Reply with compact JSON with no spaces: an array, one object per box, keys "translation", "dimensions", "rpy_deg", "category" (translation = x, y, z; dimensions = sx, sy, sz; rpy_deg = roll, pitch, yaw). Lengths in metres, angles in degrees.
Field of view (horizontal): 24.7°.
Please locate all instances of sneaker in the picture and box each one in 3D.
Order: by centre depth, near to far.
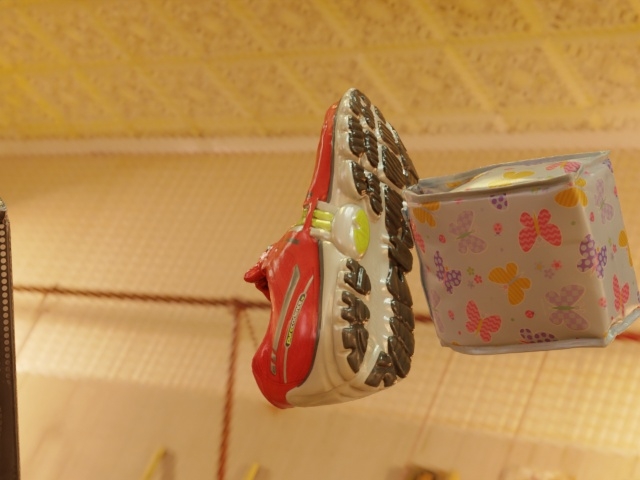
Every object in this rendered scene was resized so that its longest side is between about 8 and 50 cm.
[{"translation":[0.000,0.000,1.056],"dimensions":[0.118,0.279,0.107],"rpy_deg":[-21,-51,29],"category":"sneaker"}]

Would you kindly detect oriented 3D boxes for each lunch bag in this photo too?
[{"translation":[0.077,0.005,0.575],"dimensions":[0.083,0.053,0.071],"rpy_deg":[-9,-79,33],"category":"lunch bag"}]

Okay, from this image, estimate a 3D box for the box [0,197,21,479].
[{"translation":[-0.230,0.116,0.584],"dimensions":[0.216,0.270,0.060],"rpy_deg":[-3,16,-17],"category":"box"}]
